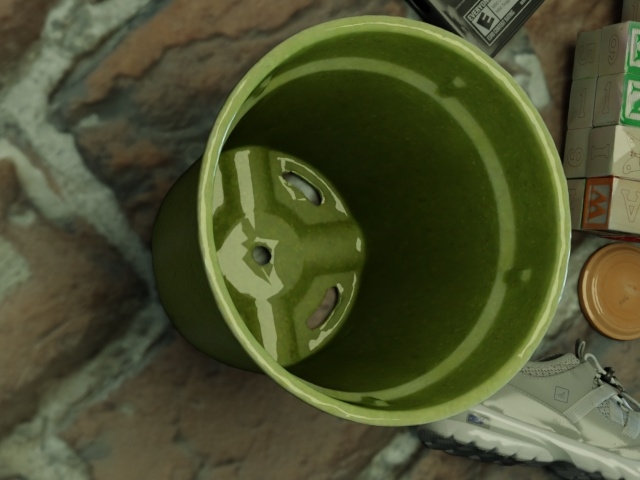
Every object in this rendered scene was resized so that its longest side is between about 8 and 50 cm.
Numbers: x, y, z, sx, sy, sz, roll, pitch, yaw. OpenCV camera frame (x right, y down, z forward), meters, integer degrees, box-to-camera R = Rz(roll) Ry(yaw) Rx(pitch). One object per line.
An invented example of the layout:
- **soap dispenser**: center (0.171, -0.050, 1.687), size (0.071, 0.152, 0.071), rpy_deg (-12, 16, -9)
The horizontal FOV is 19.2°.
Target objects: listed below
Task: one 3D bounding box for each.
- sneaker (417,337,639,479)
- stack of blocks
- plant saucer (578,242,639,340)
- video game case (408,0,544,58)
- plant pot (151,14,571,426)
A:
- **sneaker**: center (0.221, 0.138, 1.531), size (0.281, 0.105, 0.115), rpy_deg (16, 78, -20)
- **stack of blocks**: center (0.308, -0.144, 1.594), size (0.171, 0.087, 0.297), rpy_deg (8, 87, -22)
- **plant saucer**: center (0.258, 0.043, 1.608), size (0.084, 0.013, 0.083), rpy_deg (3, 83, -22)
- **video game case**: center (0.133, -0.324, 1.588), size (0.248, 0.035, 0.275), rpy_deg (46, 70, -12)
- **plant pot**: center (0.000, 0.000, 1.371), size (0.276, 0.254, 0.276), rpy_deg (3, 82, -22)
